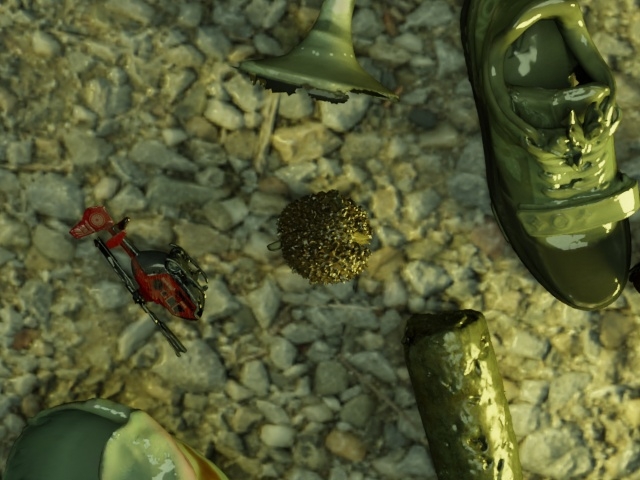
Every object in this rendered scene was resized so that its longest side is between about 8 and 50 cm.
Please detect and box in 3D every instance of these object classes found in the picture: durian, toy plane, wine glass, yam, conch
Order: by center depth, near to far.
[{"bbox_3d":[0.030,-0.262,1.381,0.143,0.143,0.321,12,99,-6],"label":"wine glass"},{"bbox_3d":[-0.158,0.300,1.439,0.249,0.197,0.368,31,106,27],"label":"conch"},{"bbox_3d":[0.000,0.000,1.460,0.091,0.080,0.080,-15,101,15],"label":"durian"},{"bbox_3d":[-0.141,0.025,1.468,0.060,0.037,0.145,-39,105,13],"label":"toy plane"},{"bbox_3d":[0.120,0.145,1.490,0.078,0.078,0.179,-15,103,-2],"label":"yam"}]

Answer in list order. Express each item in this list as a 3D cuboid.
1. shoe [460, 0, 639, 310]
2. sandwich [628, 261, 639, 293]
[{"bbox_3d":[0.190,-0.070,1.421,0.109,0.149,0.293,-19,100,-3],"label":"shoe"},{"bbox_3d":[0.365,0.032,1.486,0.235,0.079,0.159,-4,86,-14],"label":"sandwich"}]
